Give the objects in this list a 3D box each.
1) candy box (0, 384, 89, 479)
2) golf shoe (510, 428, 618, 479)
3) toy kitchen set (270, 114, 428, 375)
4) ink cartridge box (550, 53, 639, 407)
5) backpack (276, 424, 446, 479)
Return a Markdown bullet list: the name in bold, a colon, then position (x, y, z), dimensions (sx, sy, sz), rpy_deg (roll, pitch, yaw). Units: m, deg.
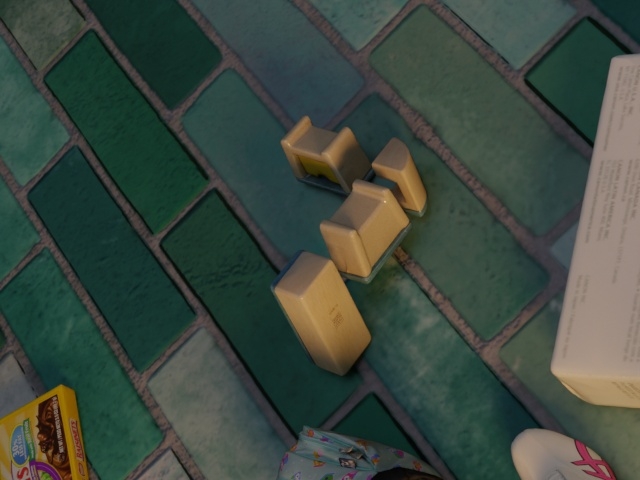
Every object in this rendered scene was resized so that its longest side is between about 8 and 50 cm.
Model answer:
- **candy box**: position (-0.290, 0.263, 1.649), dimensions (0.105, 0.027, 0.206), rpy_deg (-31, 54, 21)
- **golf shoe**: position (0.218, 0.215, 1.304), dimensions (0.067, 0.086, 0.186), rpy_deg (-49, 49, 5)
- **toy kitchen set**: position (0.000, 0.000, 1.556), dimensions (0.166, 0.122, 0.207), rpy_deg (18, 58, 38)
- **ink cartridge box**: position (0.399, -0.011, 1.287), dimensions (0.385, 0.091, 0.308), rpy_deg (1, 68, 35)
- **backpack**: position (0.038, 0.234, 1.388), dimensions (0.182, 0.152, 0.115), rpy_deg (10, 67, 49)
